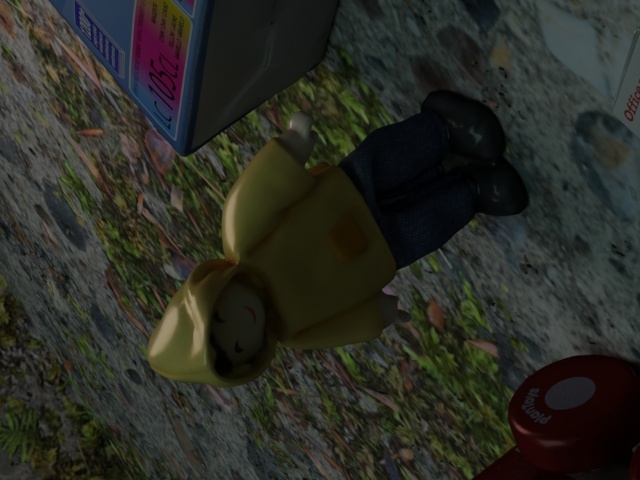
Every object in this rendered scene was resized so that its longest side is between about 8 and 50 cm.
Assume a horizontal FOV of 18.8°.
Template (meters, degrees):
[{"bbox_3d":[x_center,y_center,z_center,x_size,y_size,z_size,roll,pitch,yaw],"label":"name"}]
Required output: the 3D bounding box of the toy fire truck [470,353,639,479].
[{"bbox_3d":[0.184,0.233,1.324,0.302,0.254,0.169,24,143,52],"label":"toy fire truck"}]

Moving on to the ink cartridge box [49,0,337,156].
[{"bbox_3d":[-0.158,-0.294,1.413,0.395,0.151,0.270,50,158,15],"label":"ink cartridge box"}]

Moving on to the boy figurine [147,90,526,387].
[{"bbox_3d":[0.000,0.000,1.328,0.092,0.285,0.177,20,137,55],"label":"boy figurine"}]

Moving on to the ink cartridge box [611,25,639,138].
[{"bbox_3d":[0.227,-0.069,1.073,0.122,0.052,0.088,45,156,20],"label":"ink cartridge box"}]
